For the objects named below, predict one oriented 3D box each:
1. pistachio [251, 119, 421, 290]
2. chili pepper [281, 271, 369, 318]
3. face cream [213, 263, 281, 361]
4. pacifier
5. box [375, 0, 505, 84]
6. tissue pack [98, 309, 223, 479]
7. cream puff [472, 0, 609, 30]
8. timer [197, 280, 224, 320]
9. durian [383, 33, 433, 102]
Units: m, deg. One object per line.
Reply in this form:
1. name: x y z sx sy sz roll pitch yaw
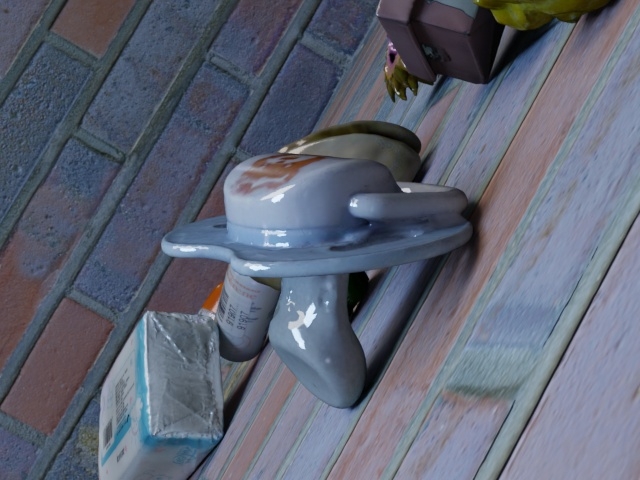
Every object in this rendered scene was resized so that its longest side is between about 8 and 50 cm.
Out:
1. pistachio: 0.009 -0.039 1.425 0.238 0.153 0.137 -31 24 14
2. chili pepper: -0.003 0.014 1.255 0.098 0.061 0.224 -48 -33 -26
3. face cream: -0.094 0.065 1.802 0.269 0.082 0.082 108 -174 -51
4. pacifier: 0.009 0.035 1.047 0.279 0.228 0.207 11 106 58
5. box: 0.138 -0.269 1.237 0.215 0.086 0.215 32 -105 -76
6. tissue pack: -0.231 0.244 1.872 0.271 0.124 0.201 128 146 -51
7. cream puff: 0.168 -0.218 1.021 0.116 0.146 0.146 92 -156 -65
8. timer: -0.136 0.106 2.105 0.136 0.099 0.136 -52 20 29
9. durian: 0.170 -0.309 1.581 0.191 0.112 0.341 -106 37 -69
